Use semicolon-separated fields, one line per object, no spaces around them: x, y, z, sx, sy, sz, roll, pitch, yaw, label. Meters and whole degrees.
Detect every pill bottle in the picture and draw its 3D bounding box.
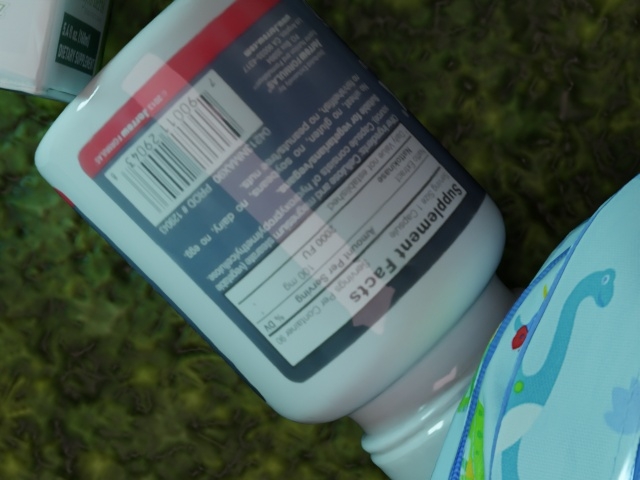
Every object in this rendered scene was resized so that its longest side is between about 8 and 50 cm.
0.000;0.000;0.497;0.108;0.108;0.180;-43;95;6;pill bottle

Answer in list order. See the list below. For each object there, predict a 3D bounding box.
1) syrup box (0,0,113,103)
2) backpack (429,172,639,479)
-0.105;-0.170;0.474;0.096;0.093;0.236;12;92;-1;syrup box
0.203;0.116;0.421;0.355;0.273;0.290;36;79;-41;backpack
